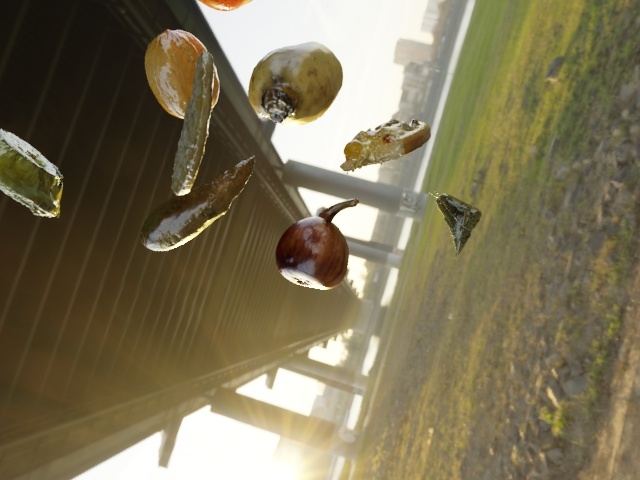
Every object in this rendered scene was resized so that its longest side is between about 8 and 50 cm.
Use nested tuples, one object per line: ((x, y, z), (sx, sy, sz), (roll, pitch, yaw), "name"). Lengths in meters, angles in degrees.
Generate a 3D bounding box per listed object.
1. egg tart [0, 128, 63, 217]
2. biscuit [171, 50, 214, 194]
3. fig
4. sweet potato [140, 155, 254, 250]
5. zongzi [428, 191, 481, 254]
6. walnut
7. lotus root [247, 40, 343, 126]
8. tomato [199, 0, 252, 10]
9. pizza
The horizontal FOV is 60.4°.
((-0.507, -0.119, 0.917), (0.078, 0.197, 0.197), (-51, -10, -4), "egg tart")
((-0.231, -0.182, 1.001), (0.141, 0.038, 0.290), (-106, 33, -43), "biscuit")
((-0.007, 0.003, 1.253), (0.175, 0.175, 0.207), (76, -153, -75), "fig")
((-0.346, -0.090, 1.521), (0.423, 0.130, 0.130), (-33, 5, 17), "sweet potato")
((0.323, -0.052, 1.427), (0.062, 0.154, 0.130), (-10, -52, -62), "zongzi")
((-0.319, -0.382, 1.273), (0.159, 0.159, 0.206), (-64, -37, -54), "walnut")
((-0.046, -0.291, 1.021), (0.146, 0.160, 0.284), (57, -153, -20), "lotus root")
((-0.202, -0.600, 1.167), (0.232, 0.232, 0.188), (97, 156, -51), "tomato")
((0.156, -0.243, 1.334), (0.323, 0.223, 0.089), (-49, -58, -66), "pizza")
